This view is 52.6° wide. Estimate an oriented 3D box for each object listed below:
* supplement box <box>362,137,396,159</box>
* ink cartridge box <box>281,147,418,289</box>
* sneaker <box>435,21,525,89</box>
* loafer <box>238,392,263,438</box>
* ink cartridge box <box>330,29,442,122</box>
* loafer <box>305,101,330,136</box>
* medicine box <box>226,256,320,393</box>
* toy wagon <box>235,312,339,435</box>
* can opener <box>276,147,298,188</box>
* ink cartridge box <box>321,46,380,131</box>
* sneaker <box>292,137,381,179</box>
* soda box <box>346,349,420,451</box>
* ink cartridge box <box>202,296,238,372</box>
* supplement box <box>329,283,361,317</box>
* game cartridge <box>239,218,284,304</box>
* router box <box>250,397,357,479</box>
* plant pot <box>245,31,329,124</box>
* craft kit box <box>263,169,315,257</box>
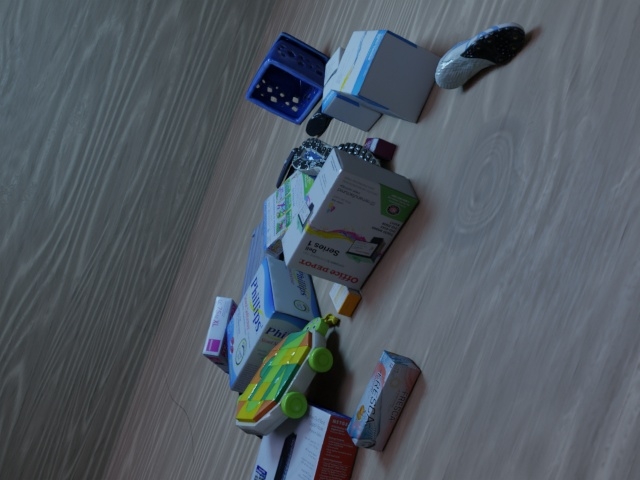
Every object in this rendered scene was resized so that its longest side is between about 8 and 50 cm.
[{"bbox_3d":[0.147,-0.234,1.655,0.043,0.055,0.083,-70,22,1],"label":"supplement box"},{"bbox_3d":[0.060,-0.042,1.493,0.278,0.201,0.117,-59,24,27],"label":"ink cartridge box"},{"bbox_3d":[0.323,-0.390,1.330,0.237,0.085,0.086,-21,45,59],"label":"sneaker"},{"bbox_3d":[-0.194,0.480,1.827,0.080,0.078,0.220,-66,21,10],"label":"loafer"},{"bbox_3d":[0.158,-0.415,1.625,0.168,0.171,0.232,-67,22,9],"label":"ink cartridge box"},{"bbox_3d":[0.009,-0.415,2.163,0.170,0.062,0.061,-45,10,41],"label":"loafer"},{"bbox_3d":[-0.136,0.242,1.800,0.289,0.149,0.263,-61,23,24],"label":"medicine box"},{"bbox_3d":[-0.073,0.302,1.538,0.267,0.068,0.344,-22,30,57],"label":"toy wagon"},{"bbox_3d":[-0.111,-0.251,2.292,0.186,0.059,0.073,-53,28,37],"label":"can opener"},{"bbox_3d":[0.091,-0.428,1.830,0.086,0.148,0.203,-45,32,49],"label":"ink cartridge box"},{"bbox_3d":[0.071,-0.181,1.716,0.330,0.147,0.130,30,88,50],"label":"sneaker"},{"bbox_3d":[0.119,0.306,1.238,0.183,0.063,0.058,-67,21,9],"label":"soda box"},{"bbox_3d":[-0.286,0.317,2.077,0.311,0.065,0.186,75,-156,-65],"label":"ink cartridge box"},{"bbox_3d":[0.059,0.133,1.572,0.062,0.036,0.098,-63,23,19],"label":"supplement box"},{"bbox_3d":[-0.192,0.076,2.209,0.230,0.068,0.355,-37,39,49],"label":"game cartridge"},{"bbox_3d":[-0.050,0.513,1.442,0.335,0.082,0.301,-10,62,66],"label":"router box"},{"bbox_3d":[-0.112,-0.608,2.385,0.236,0.236,0.212,-43,28,51],"label":"plant pot"},{"bbox_3d":[-0.085,-0.108,2.042,0.246,0.061,0.250,-44,32,30],"label":"craft kit box"}]
